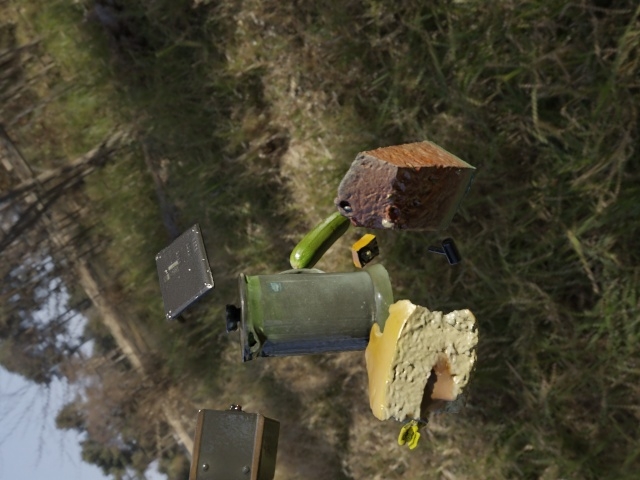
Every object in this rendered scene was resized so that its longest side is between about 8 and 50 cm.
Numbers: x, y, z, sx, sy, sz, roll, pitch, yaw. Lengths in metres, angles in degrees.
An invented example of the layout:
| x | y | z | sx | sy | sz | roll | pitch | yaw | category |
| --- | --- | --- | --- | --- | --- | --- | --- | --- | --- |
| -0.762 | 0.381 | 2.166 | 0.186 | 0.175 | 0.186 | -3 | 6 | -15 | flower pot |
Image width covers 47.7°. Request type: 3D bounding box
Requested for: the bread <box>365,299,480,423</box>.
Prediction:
| x | y | z | sx | sy | sz | roll | pitch | yaw | category |
| --- | --- | --- | --- | --- | --- | --- | --- | --- | --- |
| 0.182 | 0.230 | 1.403 | 0.211 | 0.184 | 0.224 | 172 | 106 | -79 | bread |

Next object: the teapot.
| x | y | z | sx | sy | sz | roll | pitch | yaw | category |
| --- | --- | --- | --- | --- | --- | --- | --- | --- | --- |
| -0.033 | 0.139 | 1.536 | 0.270 | 0.337 | 0.200 | -108 | 19 | -58 | teapot |

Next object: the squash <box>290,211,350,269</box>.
| x | y | z | sx | sy | sz | roll | pitch | yaw | category |
| --- | --- | --- | --- | --- | --- | --- | --- | --- | --- |
| 0.000 | 0.000 | 1.740 | 0.066 | 0.229 | 0.066 | 20 | 131 | 25 | squash |

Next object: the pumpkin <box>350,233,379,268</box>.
| x | y | z | sx | sy | sz | roll | pitch | yaw | category |
| --- | --- | --- | --- | --- | --- | --- | --- | --- | --- |
| 0.131 | 0.031 | 2.095 | 0.054 | 0.083 | 0.074 | 34 | 153 | 41 | pumpkin |

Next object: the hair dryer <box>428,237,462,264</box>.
| x | y | z | sx | sy | sz | roll | pitch | yaw | category |
| --- | --- | --- | --- | --- | --- | --- | --- | --- | --- |
| 0.234 | 0.016 | 1.391 | 0.083 | 0.026 | 0.047 | 15 | 136 | 63 | hair dryer |

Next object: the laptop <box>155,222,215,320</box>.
| x | y | z | sx | sy | sz | roll | pitch | yaw | category |
| --- | --- | --- | --- | --- | --- | --- | --- | --- | --- |
| -0.277 | 0.062 | 1.464 | 0.016 | 0.129 | 0.180 | 34 | -154 | -45 | laptop |

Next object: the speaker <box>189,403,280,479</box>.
| x | y | z | sx | sy | sz | roll | pitch | yaw | category |
| --- | --- | --- | --- | --- | --- | --- | --- | --- | --- |
| -0.190 | 0.479 | 1.654 | 0.231 | 0.153 | 0.192 | 70 | -156 | -72 | speaker |

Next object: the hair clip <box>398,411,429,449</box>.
| x | y | z | sx | sy | sz | roll | pitch | yaw | category |
| --- | --- | --- | --- | --- | --- | --- | --- | --- | --- |
| 0.221 | 0.430 | 1.683 | 0.046 | 0.072 | 0.173 | 20 | -163 | 15 | hair clip |

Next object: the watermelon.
| x | y | z | sx | sy | sz | roll | pitch | yaw | category |
| --- | --- | --- | --- | --- | --- | --- | --- | --- | --- |
| 0.127 | -0.084 | 1.229 | 0.140 | 0.193 | 0.257 | 38 | -163 | 29 | watermelon |
